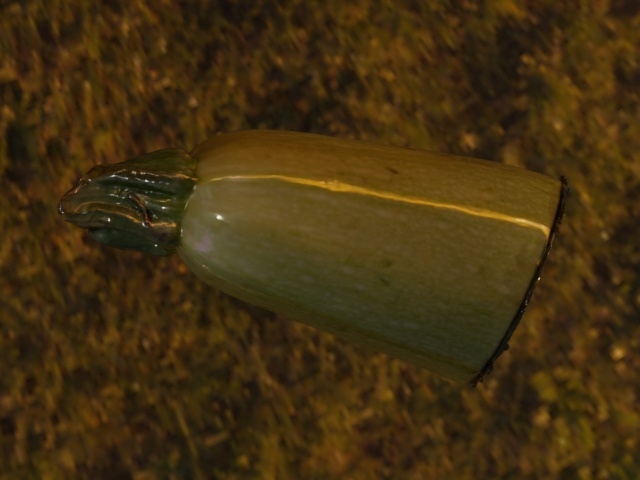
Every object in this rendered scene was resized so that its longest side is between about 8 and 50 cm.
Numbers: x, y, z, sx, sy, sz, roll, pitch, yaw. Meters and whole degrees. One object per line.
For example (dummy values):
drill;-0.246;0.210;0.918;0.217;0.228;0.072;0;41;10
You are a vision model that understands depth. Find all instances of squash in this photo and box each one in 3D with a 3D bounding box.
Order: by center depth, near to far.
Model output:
squash;0.010;-0.004;1.034;0.287;0.137;0.137;15;118;-33
